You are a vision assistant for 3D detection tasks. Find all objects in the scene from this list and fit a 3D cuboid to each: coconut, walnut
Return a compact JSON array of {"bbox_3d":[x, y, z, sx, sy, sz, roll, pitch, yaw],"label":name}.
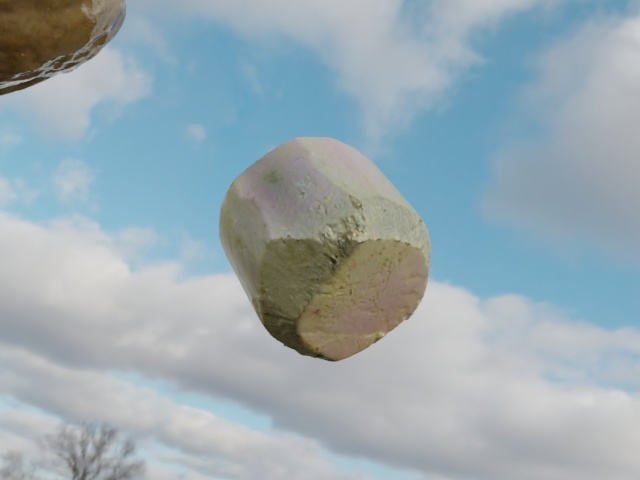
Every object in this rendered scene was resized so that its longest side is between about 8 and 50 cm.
[{"bbox_3d":[0.000,0.000,0.608,0.147,0.153,0.147,-16,-48,-18],"label":"coconut"},{"bbox_3d":[-0.431,-0.330,0.992,0.343,0.306,0.306,-12,-19,-15],"label":"walnut"}]
